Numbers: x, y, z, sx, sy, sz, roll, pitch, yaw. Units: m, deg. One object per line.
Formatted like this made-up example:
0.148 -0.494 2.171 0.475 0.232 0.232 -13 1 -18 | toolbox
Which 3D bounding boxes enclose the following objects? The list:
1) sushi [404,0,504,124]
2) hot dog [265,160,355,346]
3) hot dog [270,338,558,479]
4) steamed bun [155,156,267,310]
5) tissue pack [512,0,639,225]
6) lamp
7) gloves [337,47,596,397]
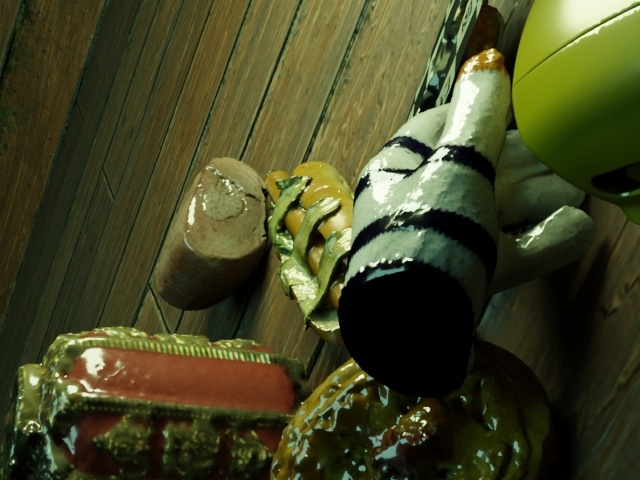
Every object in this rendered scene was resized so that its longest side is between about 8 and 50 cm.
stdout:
0.106 -0.117 0.708 0.193 0.040 0.210 -78 5 -58 | sushi
0.000 0.000 0.858 0.109 0.072 0.269 -62 29 20 | hot dog
0.051 0.164 0.594 0.160 0.099 0.227 35 105 36 | hot dog
-0.125 -0.002 1.081 0.145 0.106 0.175 125 163 -45 | steamed bun
0.187 -0.088 0.466 0.178 0.123 0.127 -25 51 57 | tissue pack
-0.131 0.167 0.791 0.177 0.274 0.177 -173 90 -71 | lamp
0.084 -0.019 0.571 0.131 0.140 0.219 -22 29 32 | gloves
